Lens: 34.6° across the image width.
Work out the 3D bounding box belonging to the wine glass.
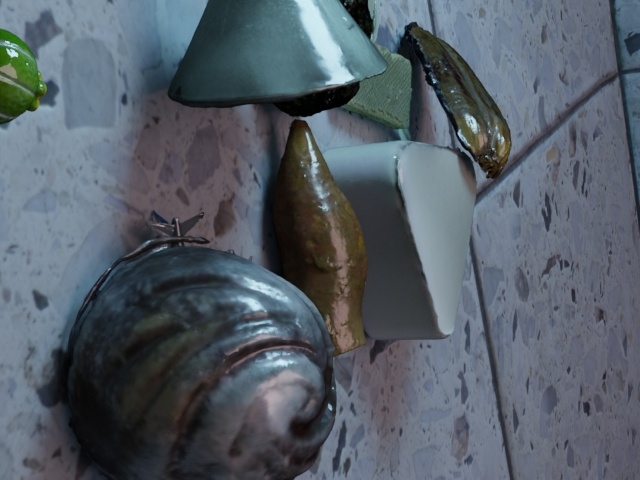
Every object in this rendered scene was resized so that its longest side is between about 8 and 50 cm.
[{"bbox_3d":[-0.068,-0.371,1.152,0.267,0.267,0.406,-36,126,-55],"label":"wine glass"}]

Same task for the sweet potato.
[{"bbox_3d":[0.000,0.000,1.417,0.131,0.131,0.336,-3,91,-59],"label":"sweet potato"}]

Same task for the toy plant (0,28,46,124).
[{"bbox_3d":[-0.318,-0.159,0.926,0.162,0.093,0.092,25,66,-56],"label":"toy plant"}]

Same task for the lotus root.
[{"bbox_3d":[0.240,-0.256,1.749,0.167,0.078,0.329,36,26,-58],"label":"lotus root"}]

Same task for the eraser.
[{"bbox_3d":[0.117,-0.043,1.592,0.331,0.150,0.331,6,83,-62],"label":"eraser"}]

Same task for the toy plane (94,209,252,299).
[{"bbox_3d":[-0.165,0.076,1.194,0.226,0.058,0.226,-11,97,-43],"label":"toy plane"}]

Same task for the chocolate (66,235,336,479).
[{"bbox_3d":[-0.091,0.146,1.086,0.303,0.213,0.303,-4,97,-40],"label":"chocolate"}]

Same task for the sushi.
[{"bbox_3d":[-0.008,-0.281,1.395,0.127,0.124,0.225,-24,126,-56],"label":"sushi"}]

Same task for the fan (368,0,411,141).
[{"bbox_3d":[0.062,-0.315,1.652,0.233,0.012,0.414,-57,132,-39],"label":"fan"}]

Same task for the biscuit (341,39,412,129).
[{"bbox_3d":[0.084,-0.253,1.634,0.199,0.040,0.121,11,82,-55],"label":"biscuit"}]
